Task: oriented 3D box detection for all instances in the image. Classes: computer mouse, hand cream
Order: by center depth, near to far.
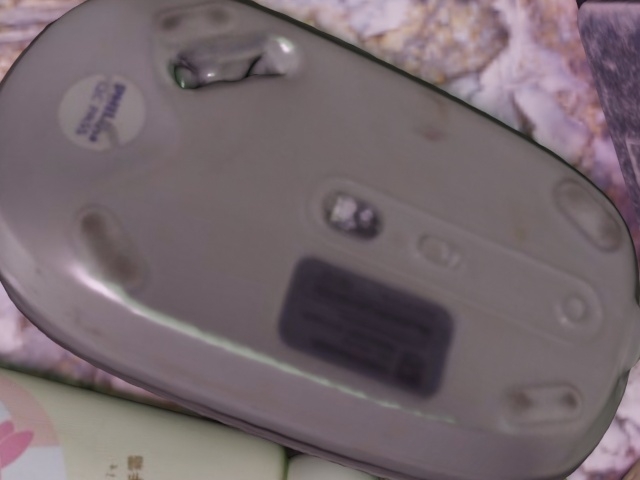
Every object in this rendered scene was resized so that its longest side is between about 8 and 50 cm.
[{"bbox_3d":[-0.002,0.002,0.694,0.331,0.095,0.197,25,70,-11],"label":"computer mouse"},{"bbox_3d":[-0.123,0.124,0.695,0.306,0.093,0.147,9,92,-2],"label":"hand cream"}]

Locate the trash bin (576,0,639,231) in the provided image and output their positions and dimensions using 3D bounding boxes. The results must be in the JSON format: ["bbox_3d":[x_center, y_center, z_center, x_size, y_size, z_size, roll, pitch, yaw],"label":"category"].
[{"bbox_3d":[0.327,-0.121,0.673,0.381,0.259,0.295,-24,106,-15],"label":"trash bin"}]

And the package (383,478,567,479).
[{"bbox_3d":[0.077,0.110,0.751,0.108,0.031,0.121,-12,97,-10],"label":"package"}]

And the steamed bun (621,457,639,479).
[{"bbox_3d":[0.231,0.182,0.723,0.170,0.152,0.239,37,89,-12],"label":"steamed bun"}]
